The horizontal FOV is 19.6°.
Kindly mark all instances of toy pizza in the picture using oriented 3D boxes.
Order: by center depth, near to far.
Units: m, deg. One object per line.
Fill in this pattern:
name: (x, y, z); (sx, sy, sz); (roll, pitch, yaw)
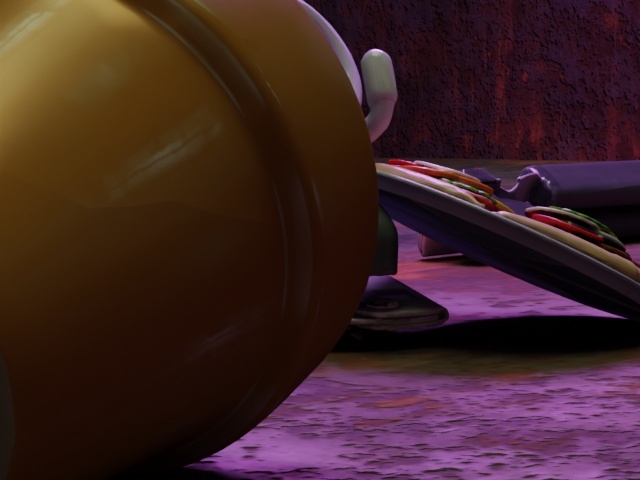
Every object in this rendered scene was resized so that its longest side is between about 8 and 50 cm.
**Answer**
toy pizza: (0.108, -0.006, 1.038); (0.201, 0.032, 0.201); (24, -4, 2)

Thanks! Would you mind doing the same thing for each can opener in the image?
can opener: (0.000, 0.000, 1.105); (0.076, 0.095, 0.283); (-2, 11, -16)
can opener: (0.194, -0.018, 1.539); (0.280, 0.074, 0.093); (-8, 42, -42)

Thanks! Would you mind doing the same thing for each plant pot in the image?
plant pot: (-0.107, 0.007, 0.610); (0.205, 0.205, 0.188); (0, 21, 23)

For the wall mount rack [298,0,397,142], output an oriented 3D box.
wall mount rack: (-0.094, -0.187, 1.026); (0.350, 0.304, 0.130); (7, -33, -39)
